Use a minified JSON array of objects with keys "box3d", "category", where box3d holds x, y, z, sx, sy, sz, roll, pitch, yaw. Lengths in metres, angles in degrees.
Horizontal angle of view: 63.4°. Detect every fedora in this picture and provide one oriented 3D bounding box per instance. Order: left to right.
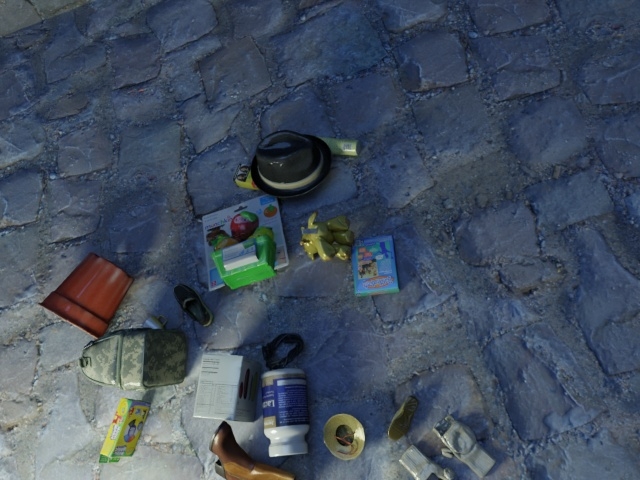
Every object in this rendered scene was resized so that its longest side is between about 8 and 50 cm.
[{"box3d":[-0.128,-0.326,2.010,0.334,0.152,0.334,-5,63,11],"category":"fedora"}]

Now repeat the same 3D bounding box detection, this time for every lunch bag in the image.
[{"box3d":[-0.654,0.415,1.826,0.256,0.305,0.213,-6,80,14],"category":"lunch bag"}]

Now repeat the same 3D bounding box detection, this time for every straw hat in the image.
[{"box3d":[0.081,0.630,1.684,0.144,0.061,0.144,-1,86,13],"category":"straw hat"}]

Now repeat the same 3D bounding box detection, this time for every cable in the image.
[{"box3d":[-0.127,0.387,1.800,0.150,0.047,0.184,-20,20,-7],"category":"cable"}]

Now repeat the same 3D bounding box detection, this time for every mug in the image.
[{"box3d":[-0.634,0.327,1.995,0.064,0.062,0.078,35,87,16],"category":"mug"}]

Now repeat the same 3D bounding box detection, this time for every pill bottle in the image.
[{"box3d":[-0.114,0.567,1.709,0.153,0.153,0.265,-11,66,10],"category":"pill bottle"}]

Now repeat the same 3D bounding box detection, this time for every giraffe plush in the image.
[{"box3d":[0.000,0.000,1.909,0.210,0.170,0.181,16,71,-19],"category":"giraffe plush"}]

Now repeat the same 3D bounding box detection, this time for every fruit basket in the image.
[{"box3d":[-0.300,-0.009,1.985,0.327,0.165,0.353,-17,62,8],"category":"fruit basket"}]

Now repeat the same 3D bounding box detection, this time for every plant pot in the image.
[{"box3d":[-0.888,0.207,2.011,0.272,0.272,0.265,21,68,21],"category":"plant pot"}]

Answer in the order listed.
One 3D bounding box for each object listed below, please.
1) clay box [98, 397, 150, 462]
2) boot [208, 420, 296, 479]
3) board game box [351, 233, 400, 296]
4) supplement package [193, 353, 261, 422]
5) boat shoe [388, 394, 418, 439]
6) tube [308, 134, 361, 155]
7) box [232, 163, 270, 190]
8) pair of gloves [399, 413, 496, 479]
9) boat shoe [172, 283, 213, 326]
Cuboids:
[{"box3d":[-0.691,0.677,1.831,0.053,0.127,0.222,9,72,19],"category":"clay box"},{"box3d":[-0.212,0.712,1.638,0.280,0.096,0.264,15,118,21],"category":"boot"},{"box3d":[0.196,0.091,1.875,0.160,0.047,0.210,-8,66,12],"category":"board game box"},{"box3d":[-0.310,0.505,1.763,0.149,0.194,0.203,0,69,14],"category":"supplement package"},{"box3d":[0.267,0.571,1.673,0.056,0.048,0.153,25,84,10],"category":"boat shoe"},{"box3d":[0.043,-0.384,2.105,0.240,0.062,0.070,7,30,22],"category":"tube"},{"box3d":[-0.237,-0.249,2.119,0.232,0.058,0.087,14,71,19],"category":"box"},{"box3d":[0.390,0.677,1.595,0.240,0.042,0.204,-40,64,-4],"category":"pair of gloves"},{"box3d":[-0.497,0.238,1.985,0.080,0.073,0.223,-45,65,-6],"category":"boat shoe"}]
